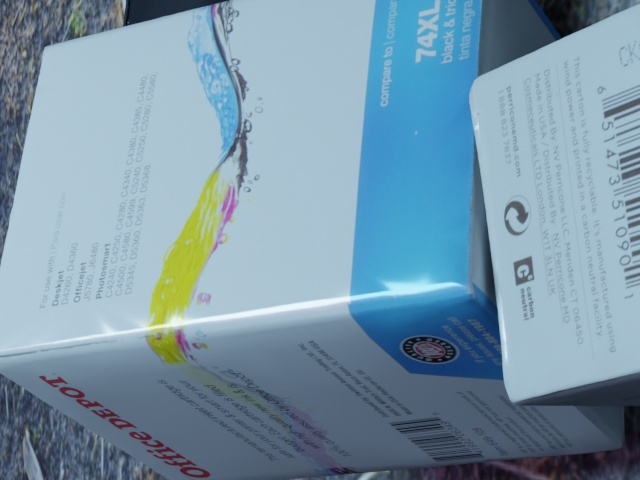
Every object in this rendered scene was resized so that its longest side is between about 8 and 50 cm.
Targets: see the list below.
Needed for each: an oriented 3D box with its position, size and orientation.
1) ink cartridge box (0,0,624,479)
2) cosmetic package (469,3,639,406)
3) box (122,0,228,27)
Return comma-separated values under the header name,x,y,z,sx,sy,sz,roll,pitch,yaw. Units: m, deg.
name,x,y,z,sx,sy,sz,roll,pitch,yaw
ink cartridge box,0.000,0.000,0.910,0.270,0.198,0.197,-9,59,27
cosmetic package,0.187,-0.012,0.748,0.151,0.184,0.151,-21,69,50
box,-0.032,-0.230,1.059,0.295,0.073,0.293,-24,57,60
